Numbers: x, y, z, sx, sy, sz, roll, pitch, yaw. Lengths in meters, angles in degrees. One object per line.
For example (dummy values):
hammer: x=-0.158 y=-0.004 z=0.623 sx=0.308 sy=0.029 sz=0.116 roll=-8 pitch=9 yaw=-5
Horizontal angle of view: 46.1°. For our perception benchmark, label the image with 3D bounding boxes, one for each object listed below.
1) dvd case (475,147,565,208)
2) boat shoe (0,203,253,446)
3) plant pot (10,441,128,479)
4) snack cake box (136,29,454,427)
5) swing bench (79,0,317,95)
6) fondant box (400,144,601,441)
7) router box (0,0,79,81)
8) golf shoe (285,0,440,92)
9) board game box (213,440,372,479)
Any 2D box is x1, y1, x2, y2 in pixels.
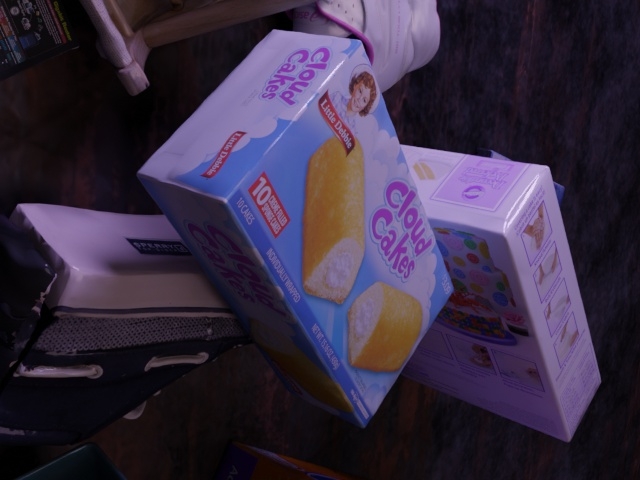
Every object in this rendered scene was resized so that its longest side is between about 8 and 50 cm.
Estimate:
dvd case: x=0.274 y=-0.017 z=1.093 sx=0.253 sy=0.022 sz=0.181 roll=13 pitch=92 yaw=-49
boat shoe: x=-0.135 y=0.071 z=0.620 sx=0.340 sy=0.127 sz=0.158 roll=10 pitch=115 yaw=-52
plant pot: x=-0.179 y=0.307 z=0.522 sx=0.165 sy=0.165 sz=0.234 roll=-23 pitch=125 yaw=-35
snack cake box: x=0.000 y=0.000 z=0.560 sx=0.152 sy=0.089 sz=0.264 roll=-52 pitch=137 yaw=-24
swing bench: x=-0.079 y=-0.278 z=0.501 sx=0.254 sy=0.165 sz=0.253 roll=-21 pitch=126 yaw=3
fondant box: x=0.153 y=0.055 z=0.818 sx=0.096 sy=0.238 sz=0.330 roll=-50 pitch=133 yaw=-25
router box: x=-0.226 y=-0.167 z=0.490 sx=0.092 sy=0.038 sz=0.123 roll=-38 pitch=127 yaw=-34
golf shoe: x=0.016 y=-0.260 z=0.677 sx=0.140 sy=0.115 sz=0.306 roll=-46 pitch=130 yaw=-24
board game box: x=0.064 y=0.462 z=0.752 sx=0.356 sy=0.356 sz=0.357 roll=33 pitch=77 yaw=-46
